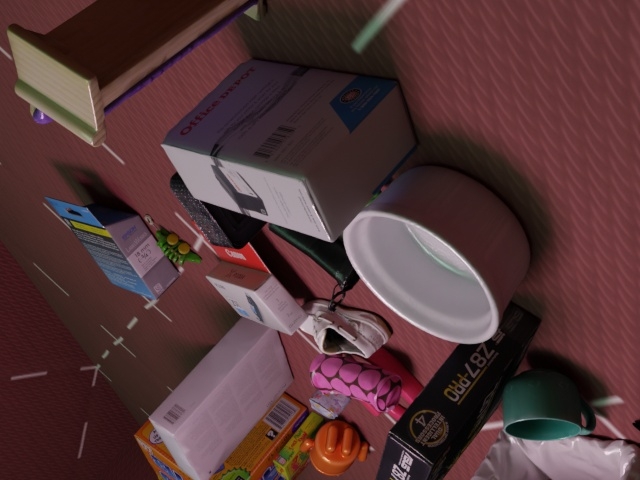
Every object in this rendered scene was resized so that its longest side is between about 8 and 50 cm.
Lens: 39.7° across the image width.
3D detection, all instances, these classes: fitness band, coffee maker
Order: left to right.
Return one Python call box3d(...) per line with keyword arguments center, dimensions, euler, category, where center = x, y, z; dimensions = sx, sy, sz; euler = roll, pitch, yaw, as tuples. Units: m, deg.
box3d(center=(0.000, 0.000, 1.546), dimensions=(0.178, 0.171, 0.120), euler=(36, 170, 16), category="coffee maker")
box3d(center=(0.142, 0.324, 1.989), dimensions=(0.291, 0.054, 0.209), euler=(48, 151, -14), category="fitness band")

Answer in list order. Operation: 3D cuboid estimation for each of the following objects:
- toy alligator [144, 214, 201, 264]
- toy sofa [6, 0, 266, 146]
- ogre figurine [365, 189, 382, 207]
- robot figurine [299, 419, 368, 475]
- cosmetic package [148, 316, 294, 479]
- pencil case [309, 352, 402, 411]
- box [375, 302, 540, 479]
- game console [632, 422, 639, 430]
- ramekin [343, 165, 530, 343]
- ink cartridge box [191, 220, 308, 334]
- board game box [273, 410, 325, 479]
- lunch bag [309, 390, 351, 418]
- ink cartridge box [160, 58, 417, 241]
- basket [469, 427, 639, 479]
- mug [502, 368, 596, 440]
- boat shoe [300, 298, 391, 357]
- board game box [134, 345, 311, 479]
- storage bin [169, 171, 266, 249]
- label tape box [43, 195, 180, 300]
box3d(center=(-0.384, 0.010, 2.221), dimensions=(0.190, 0.051, 0.056), euler=(37, 153, 9), category="toy alligator")
box3d(center=(-0.240, -0.280, 1.229), dimensions=(0.150, 0.362, 0.177), euler=(33, 146, 17), category="toy sofa")
box3d(center=(0.019, -0.089, 1.439), dimensions=(0.097, 0.197, 0.118), euler=(-98, -17, -57), category="ogre figurine")
box3d(center=(0.040, 0.569, 2.413), dimensions=(0.128, 0.158, 0.219), euler=(57, 158, 19), category="robot figurine")
box3d(center=(-0.238, 0.398, 2.245), dimensions=(0.097, 0.377, 0.284), euler=(26, 149, 31), category="cosmetic package")
box3d(center=(0.077, 0.307, 1.897), dimensions=(0.209, 0.095, 0.098), euler=(11, 104, 45), category="pencil case")
box3d(center=(0.223, 0.313, 1.551), dimensions=(0.097, 0.318, 0.395), euler=(34, 152, 18), category="box")
box3d(center=(0.578, 0.319, 1.421), dimensions=(0.122, 0.071, 0.107), euler=(38, 124, 7), category="game console")
box3d(center=(0.184, 0.017, 1.358), dimensions=(0.277, 0.135, 0.277), euler=(33, 153, 19), category="ramekin")
box3d(center=(-0.183, 0.079, 1.991), dimensions=(0.261, 0.066, 0.296), euler=(52, 161, -21), category="ink cartridge box")
box3d(center=(-0.055, 0.580, 2.497), dimensions=(0.043, 0.181, 0.092), euler=(28, 151, 26), category="board game box")
box3d(center=(0.025, 0.411, 2.253), dimensions=(0.083, 0.071, 0.053), euler=(24, 147, 32), category="lunch bag")
box3d(center=(-0.049, -0.145, 1.327), dimensions=(0.307, 0.223, 0.129), euler=(18, 146, 40), category="ink cartridge box")
box3d(center=(0.447, 0.556, 1.619), dimensions=(0.266, 0.328, 0.331), euler=(48, 153, -22), category="basket")
box3d(center=(0.384, 0.282, 1.518), dimensions=(0.129, 0.097, 0.158), euler=(-16, 146, 32), category="mug")
box3d(center=(0.025, 0.196, 1.893), dimensions=(0.277, 0.096, 0.098), euler=(2, 135, 53), category="boat shoe")
box3d(center=(-0.272, 0.612, 2.642), dimensions=(0.356, 0.356, 0.356), euler=(30, 152, 23), category="board game box")
box3d(center=(-0.192, -0.083, 1.735), dimensions=(0.084, 0.122, 0.180), euler=(8, 139, 49), category="storage bin")
box3d(center=(-0.551, -0.011, 2.357), dimensions=(0.241, 0.106, 0.333), euler=(13, 142, 45), category="label tape box")
